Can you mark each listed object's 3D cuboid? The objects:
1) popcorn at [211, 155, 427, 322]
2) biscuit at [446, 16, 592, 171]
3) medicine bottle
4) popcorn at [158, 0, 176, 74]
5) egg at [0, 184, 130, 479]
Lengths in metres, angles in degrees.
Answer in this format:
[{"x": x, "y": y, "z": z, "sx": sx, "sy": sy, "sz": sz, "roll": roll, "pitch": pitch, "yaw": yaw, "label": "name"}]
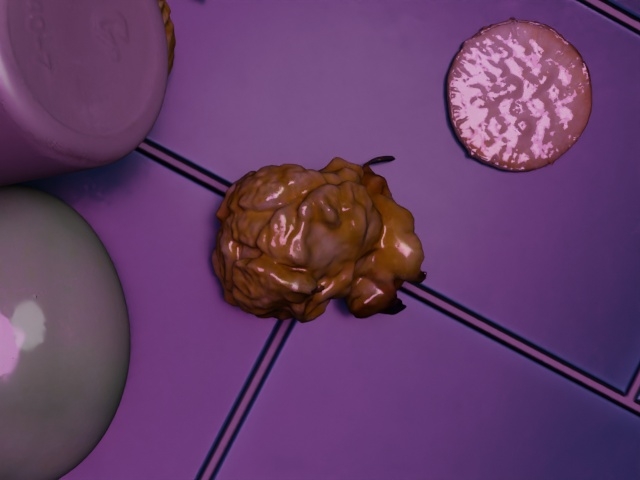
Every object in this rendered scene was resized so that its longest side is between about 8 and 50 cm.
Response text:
[{"x": 0.001, "y": -0.007, "z": 1.473, "sx": 0.195, "sy": 0.168, "sz": 0.173, "roll": -5, "pitch": 52, "yaw": -17, "label": "popcorn"}, {"x": 0.193, "y": -0.141, "z": 1.568, "sx": 0.152, "sy": 0.020, "sz": 0.152, "roll": 0, "pitch": 89, "yaw": -6, "label": "biscuit"}, {"x": -0.314, "y": -0.139, "z": 1.343, "sx": 0.339, "sy": 0.208, "sz": 0.208, "roll": -8, "pitch": 89, "yaw": 36, "label": "medicine bottle"}, {"x": -0.194, "y": -0.180, "z": 1.466, "sx": 0.135, "sy": 0.162, "sz": 0.141, "roll": -1, "pitch": 126, "yaw": -29, "label": "popcorn"}, {"x": -0.276, "y": 0.086, "z": 1.408, "sx": 0.220, "sy": 0.220, "sz": 0.270, "roll": 2, "pitch": 80, "yaw": -6, "label": "egg"}]
